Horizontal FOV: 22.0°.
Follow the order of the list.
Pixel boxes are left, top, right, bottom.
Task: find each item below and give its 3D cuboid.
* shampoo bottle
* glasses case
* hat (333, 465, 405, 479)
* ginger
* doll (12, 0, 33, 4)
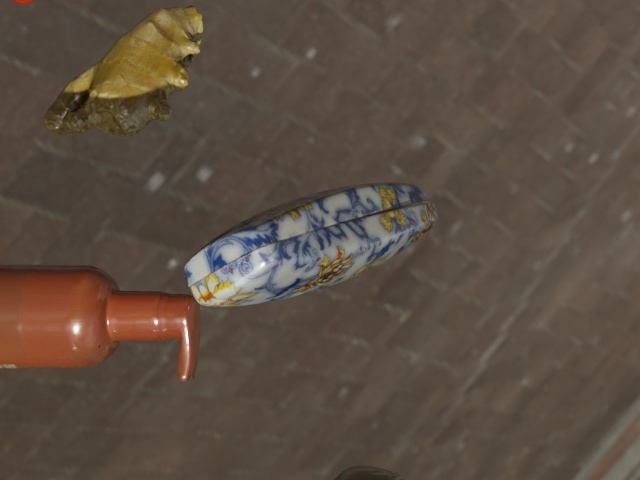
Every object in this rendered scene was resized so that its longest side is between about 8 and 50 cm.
[{"bbox_3d":[-0.211,0.060,1.264,0.085,0.244,0.085,2,90,-76],"label":"shampoo bottle"},{"bbox_3d":[0.000,0.000,1.168,0.087,0.065,0.248,-26,174,31],"label":"glasses case"},{"bbox_3d":[0.004,0.254,1.573,0.175,0.085,0.147,5,153,-21],"label":"hat"},{"bbox_3d":[-0.181,-0.168,1.657,0.205,0.081,0.115,-45,-159,-21],"label":"ginger"},{"bbox_3d":[-0.231,-0.339,1.242,0.183,0.363,0.160,-20,154,31],"label":"doll"}]
